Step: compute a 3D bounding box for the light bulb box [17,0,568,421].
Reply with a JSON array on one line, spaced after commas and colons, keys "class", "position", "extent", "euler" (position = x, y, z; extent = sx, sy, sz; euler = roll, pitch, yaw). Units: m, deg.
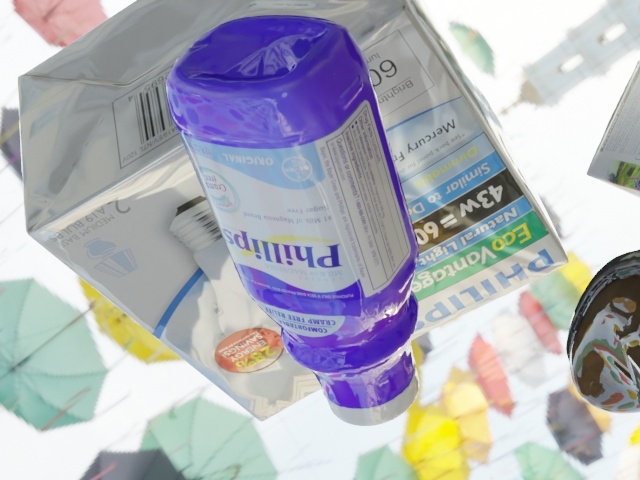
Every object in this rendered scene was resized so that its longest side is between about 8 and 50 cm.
[{"class": "light bulb box", "position": [-0.021, -0.065, 1.028], "extent": [0.361, 0.358, 0.225], "euler": [47, -160, -44]}]

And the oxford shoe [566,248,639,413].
[{"class": "oxford shoe", "position": [0.159, 0.054, 0.482], "extent": [0.083, 0.227, 0.096], "euler": [26, -109, -3]}]

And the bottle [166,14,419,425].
[{"class": "bottle", "position": [0.000, 0.000, 0.699], "extent": [0.092, 0.118, 0.283], "euler": [-52, -41, -36]}]

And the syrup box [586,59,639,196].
[{"class": "syrup box", "position": [0.254, -0.054, 0.686], "extent": [0.093, 0.096, 0.237], "euler": [23, -175, -6]}]
